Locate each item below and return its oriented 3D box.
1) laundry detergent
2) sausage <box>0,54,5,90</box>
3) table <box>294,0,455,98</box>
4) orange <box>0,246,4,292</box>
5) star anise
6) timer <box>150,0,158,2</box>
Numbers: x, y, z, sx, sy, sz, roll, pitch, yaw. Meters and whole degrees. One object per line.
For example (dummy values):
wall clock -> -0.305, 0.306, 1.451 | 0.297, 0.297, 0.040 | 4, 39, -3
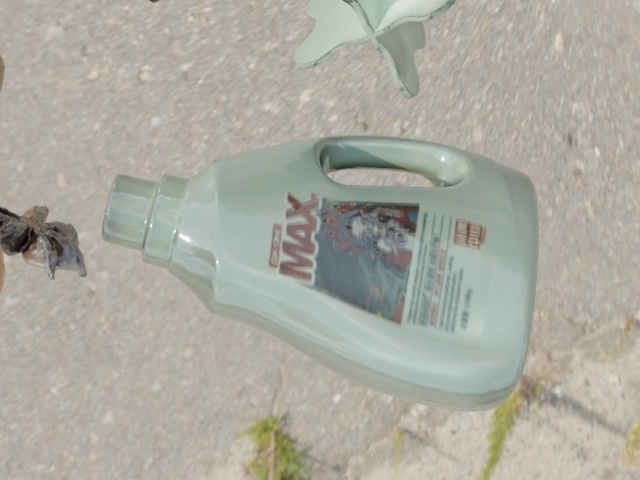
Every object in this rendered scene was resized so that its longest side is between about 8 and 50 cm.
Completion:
laundry detergent -> 0.000, 0.000, 1.128 | 0.397, 0.264, 0.125 | 14, 154, -5
sausage -> -0.667, -0.119, 1.837 | 0.501, 0.136, 0.123 | -42, 94, 6
table -> 0.059, -0.242, 1.107 | 0.166, 0.198, 0.166 | 6, 136, 5
orange -> -0.438, 0.035, 1.222 | 0.224, 0.224, 0.170 | 23, 117, 4
star anise -> -0.426, -0.003, 1.802 | 0.172, 0.208, 0.063 | 37, 101, 19
timer -> -0.301, -0.459, 1.822 | 0.055, 0.187, 0.144 | -30, 141, 23
